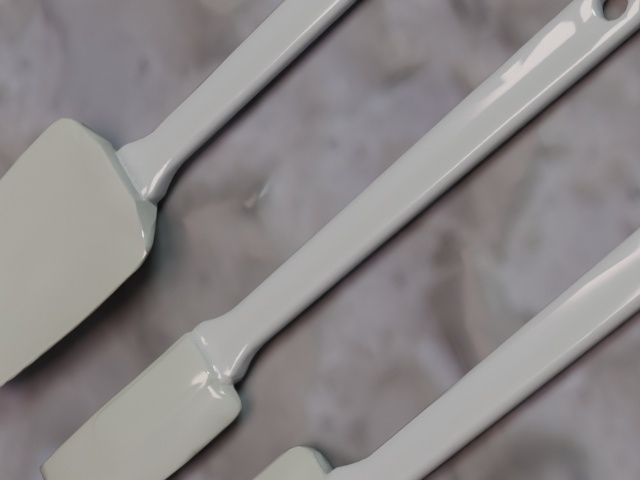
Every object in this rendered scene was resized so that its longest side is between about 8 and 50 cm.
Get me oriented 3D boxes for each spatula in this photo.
[{"bbox_3d":[0.000,0.000,0.463,0.242,0.019,0.168,-43,64,21],"label":"spatula"}]
